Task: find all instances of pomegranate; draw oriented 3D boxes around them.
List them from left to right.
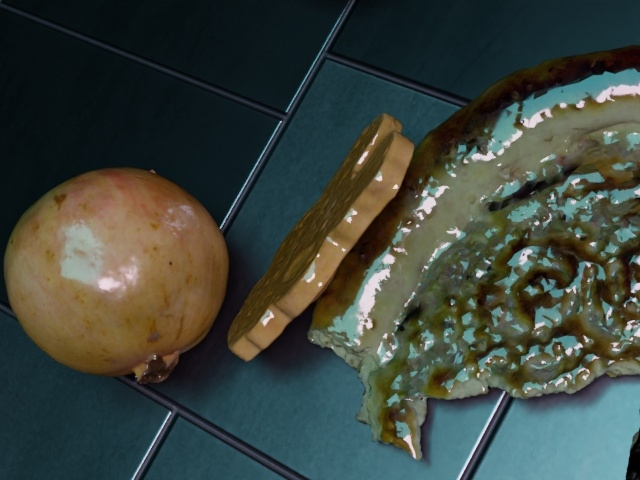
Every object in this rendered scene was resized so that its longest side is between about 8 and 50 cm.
[{"bbox_3d":[-0.173,0.028,1.137,0.191,0.191,0.191,-10,65,22],"label":"pomegranate"}]

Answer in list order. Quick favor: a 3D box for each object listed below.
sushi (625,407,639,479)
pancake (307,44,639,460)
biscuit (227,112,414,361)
[{"bbox_3d":[0.286,0.193,0.819,0.211,0.171,0.350,34,71,-9],"label":"sushi"},{"bbox_3d":[0.175,-0.002,1.046,0.426,0.067,0.305,-15,63,19],"label":"pancake"},{"bbox_3d":[-0.001,0.002,1.101,0.040,0.144,0.236,33,101,-8],"label":"biscuit"}]
